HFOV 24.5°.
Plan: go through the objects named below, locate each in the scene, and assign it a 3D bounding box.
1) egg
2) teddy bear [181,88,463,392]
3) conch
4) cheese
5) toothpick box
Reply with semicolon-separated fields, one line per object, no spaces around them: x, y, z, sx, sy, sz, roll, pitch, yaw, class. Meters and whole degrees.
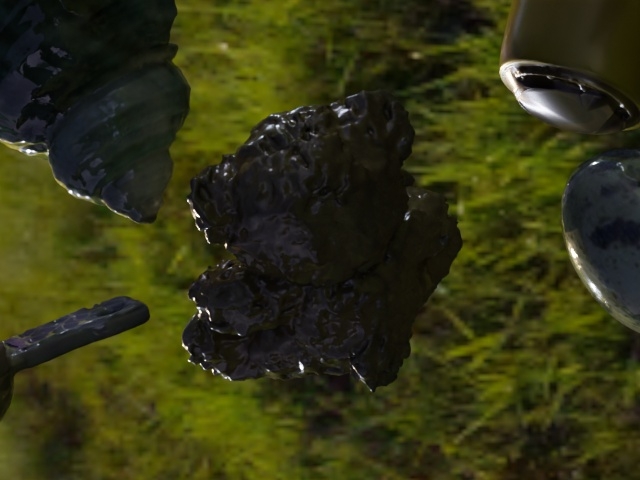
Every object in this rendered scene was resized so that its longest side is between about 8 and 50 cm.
0.268;0.000;1.158;0.141;0.182;0.141;-51;11;14;egg
0.000;0.000;1.199;0.156;0.267;0.256;47;161;52;teddy bear
-0.202;-0.141;1.267;0.195;0.220;0.277;-19;-90;-65;conch
-0.249;0.094;0.980;0.163;0.286;0.082;10;117;60;cheese
0.262;-0.233;1.301;0.271;0.175;0.175;-68;16;-11;toothpick box
